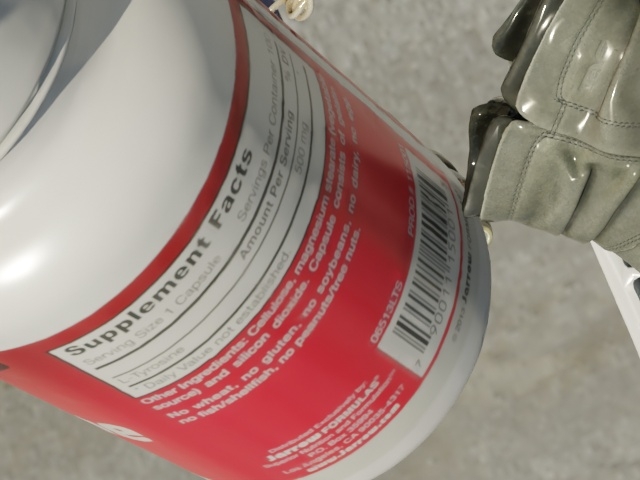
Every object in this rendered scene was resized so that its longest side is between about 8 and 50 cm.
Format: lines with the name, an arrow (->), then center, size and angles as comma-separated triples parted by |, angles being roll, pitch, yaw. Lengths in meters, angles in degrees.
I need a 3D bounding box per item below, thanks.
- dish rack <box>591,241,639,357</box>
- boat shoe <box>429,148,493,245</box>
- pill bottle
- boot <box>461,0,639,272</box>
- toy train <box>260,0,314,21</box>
dish rack -> 0.358, -0.028, 1.340 | 0.333, 0.285, 0.072 | -21, -174, 32
boat shoe -> 0.000, 0.000, 1.557 | 0.302, 0.103, 0.113 | -17, 128, -21
pill bottle -> -0.098, -0.028, 0.940 | 0.229, 0.229, 0.408 | -32, 145, 17
boot -> 0.161, -0.078, 0.749 | 0.161, 0.083, 0.246 | 24, 121, -6
toy train -> -0.093, -0.155, 1.386 | 0.143, 0.105, 0.248 | 11, 123, -25
